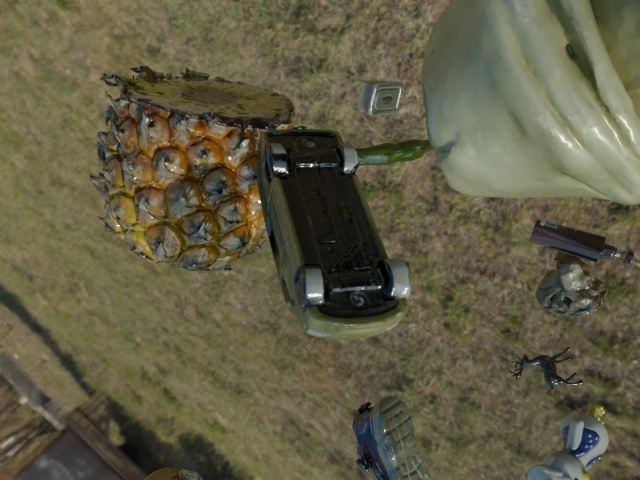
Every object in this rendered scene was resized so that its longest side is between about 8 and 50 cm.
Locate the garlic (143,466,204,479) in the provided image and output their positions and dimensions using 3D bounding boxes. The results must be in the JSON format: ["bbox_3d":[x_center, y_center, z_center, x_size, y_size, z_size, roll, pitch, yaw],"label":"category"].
[{"bbox_3d":[-0.216,0.382,0.893,0.113,0.094,0.074,18,140,34],"label":"garlic"}]

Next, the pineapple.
[{"bbox_3d":[-0.210,-0.121,1.036,0.353,0.352,0.300,31,118,23],"label":"pineapple"}]

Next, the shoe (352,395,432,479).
[{"bbox_3d":[0.109,0.386,1.075,0.126,0.099,0.227,-14,91,38],"label":"shoe"}]

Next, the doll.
[{"bbox_3d":[0.523,0.453,1.272,0.119,0.293,0.138,9,122,44],"label":"doll"}]

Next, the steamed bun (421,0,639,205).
[{"bbox_3d":[0.216,-0.175,0.463,0.290,0.275,0.203,-8,137,11],"label":"steamed bun"}]

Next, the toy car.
[{"bbox_3d":[0.000,0.000,0.624,0.124,0.101,0.256,105,155,-48],"label":"toy car"}]

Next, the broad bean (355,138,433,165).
[{"bbox_3d":[0.127,-0.169,1.191,0.060,0.298,0.043,15,113,57],"label":"broad bean"}]

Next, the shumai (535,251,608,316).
[{"bbox_3d":[0.726,0.119,1.810,0.206,0.166,0.175,5,139,47],"label":"shumai"}]

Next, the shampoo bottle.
[{"bbox_3d":[0.642,0.009,1.511,0.237,0.068,0.067,19,144,18],"label":"shampoo bottle"}]

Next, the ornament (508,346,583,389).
[{"bbox_3d":[0.409,0.240,1.128,0.028,0.125,0.073,94,167,-62],"label":"ornament"}]

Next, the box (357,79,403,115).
[{"bbox_3d":[0.159,-0.389,1.652,0.062,0.122,0.089,33,124,37],"label":"box"}]
